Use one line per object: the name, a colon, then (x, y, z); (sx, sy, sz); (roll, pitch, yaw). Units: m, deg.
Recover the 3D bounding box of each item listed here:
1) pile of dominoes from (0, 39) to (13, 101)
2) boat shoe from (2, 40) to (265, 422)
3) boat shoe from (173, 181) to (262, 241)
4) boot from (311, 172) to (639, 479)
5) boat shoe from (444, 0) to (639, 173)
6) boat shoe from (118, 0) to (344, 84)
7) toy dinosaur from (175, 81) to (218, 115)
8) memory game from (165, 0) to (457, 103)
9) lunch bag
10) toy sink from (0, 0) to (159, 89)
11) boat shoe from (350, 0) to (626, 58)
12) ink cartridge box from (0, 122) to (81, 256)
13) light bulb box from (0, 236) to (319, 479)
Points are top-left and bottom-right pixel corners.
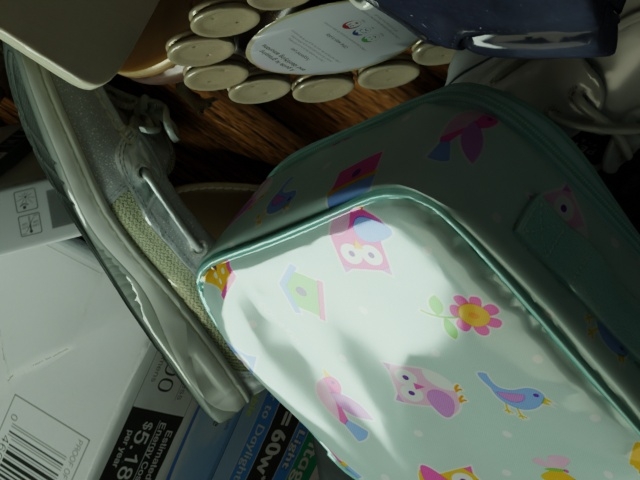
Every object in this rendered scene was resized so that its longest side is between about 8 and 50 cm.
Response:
pile of dominoes: (-0.278, -0.188, 1.286); (0.251, 0.040, 0.196); (47, 155, -29)
boat shoe: (-0.111, -0.022, 1.186); (0.320, 0.103, 0.118); (61, 170, -24)
boat shoe: (0.000, 0.000, 1.282); (0.302, 0.109, 0.098); (13, 153, 21)
boot: (0.159, 0.145, 1.181); (0.367, 0.146, 0.445); (17, 143, 21)
boat shoe: (0.134, -0.076, 0.869); (0.096, 0.088, 0.267); (30, 157, -23)
boat shoe: (-0.044, -0.126, 0.999); (0.073, 0.073, 0.207); (25, 157, -35)
toy dinosaur: (-0.089, -0.133, 1.140); (0.092, 0.053, 0.183); (50, 148, -18)
memory game: (0.009, -0.112, 0.931); (0.186, 0.012, 0.186); (-10, 164, -3)
lunch bag: (0.093, 0.058, 0.902); (0.279, 0.108, 0.224); (46, 141, -16)
toy sink: (-0.199, -0.190, 0.939); (0.234, 0.153, 0.131); (32, 162, -19)
boat shoe: (-0.010, -0.162, 0.781); (0.340, 0.127, 0.158); (15, 152, 30)
ink cartridge box: (-0.296, -0.048, 1.330); (0.239, 0.275, 0.060); (40, 140, 55)
light bulb box: (-0.174, 0.195, 1.482); (0.225, 0.358, 0.361); (26, -177, 33)
